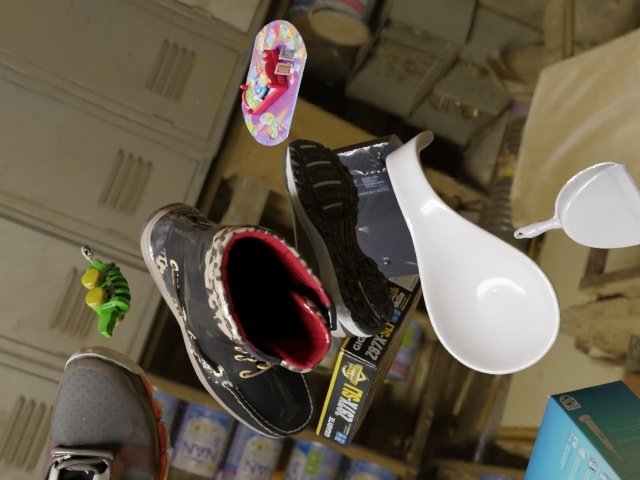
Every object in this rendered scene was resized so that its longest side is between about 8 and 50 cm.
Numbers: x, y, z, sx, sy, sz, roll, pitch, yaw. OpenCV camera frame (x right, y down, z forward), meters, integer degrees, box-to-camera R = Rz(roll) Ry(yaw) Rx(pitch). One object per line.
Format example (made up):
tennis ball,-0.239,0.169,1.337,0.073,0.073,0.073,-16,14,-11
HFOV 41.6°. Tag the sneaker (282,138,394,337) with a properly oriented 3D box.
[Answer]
sneaker,0.000,0.000,1.089,0.100,0.271,0.108,-11,172,-40

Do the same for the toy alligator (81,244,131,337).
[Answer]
toy alligator,-0.292,0.055,1.159,0.056,0.051,0.189,59,-178,-44

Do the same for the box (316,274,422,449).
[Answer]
box,0.098,0.217,1.617,0.079,0.257,0.322,24,142,10

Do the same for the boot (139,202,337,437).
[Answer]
boot,-0.077,0.122,1.075,0.284,0.138,0.377,5,124,63

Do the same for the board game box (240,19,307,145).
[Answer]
board game box,-0.078,-0.214,1.138,0.033,0.168,0.133,1,-156,-36

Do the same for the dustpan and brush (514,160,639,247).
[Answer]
dustpan and brush,0.391,-0.034,1.289,0.211,0.060,0.147,-26,113,29

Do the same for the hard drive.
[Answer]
hard drive,0.112,-0.054,1.393,0.172,0.054,0.254,-10,121,37

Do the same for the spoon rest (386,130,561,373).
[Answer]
spoon rest,0.147,0.012,0.893,0.137,0.276,0.084,-34,167,27

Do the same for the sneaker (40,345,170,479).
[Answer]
sneaker,-0.113,0.133,0.412,0.061,0.157,0.065,3,-175,10

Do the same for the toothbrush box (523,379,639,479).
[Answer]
toothbrush box,0.400,0.361,1.080,0.126,0.216,0.295,-7,-146,-19
